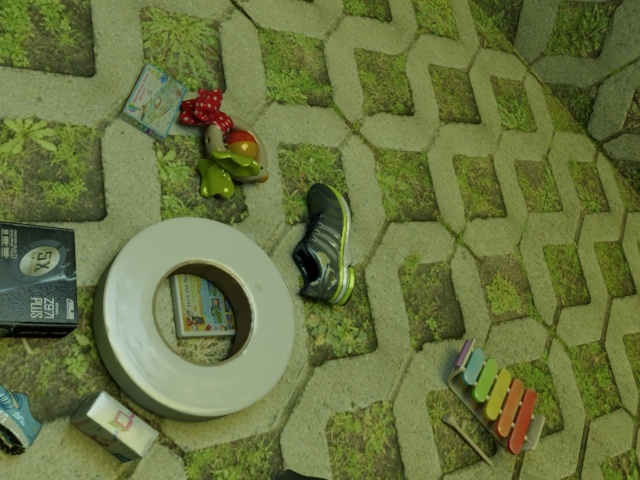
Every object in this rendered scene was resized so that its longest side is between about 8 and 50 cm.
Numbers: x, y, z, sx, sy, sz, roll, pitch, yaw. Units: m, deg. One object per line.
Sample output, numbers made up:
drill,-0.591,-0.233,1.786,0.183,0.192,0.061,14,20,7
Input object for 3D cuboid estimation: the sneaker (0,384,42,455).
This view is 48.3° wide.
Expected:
sneaker,-0.502,0.257,1.123,0.162,0.063,0.073,57,28,-9

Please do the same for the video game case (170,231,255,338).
video game case,-0.211,0.087,1.467,0.206,0.026,0.227,4,67,-39

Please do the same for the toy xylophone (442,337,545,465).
toy xylophone,0.429,0.419,1.805,0.322,0.081,0.236,41,49,-17

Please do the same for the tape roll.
tape roll,-0.229,0.144,1.354,0.391,0.072,0.392,15,61,-29

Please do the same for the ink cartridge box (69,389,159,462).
ink cartridge box,-0.346,0.312,1.194,0.122,0.088,0.052,44,50,-14

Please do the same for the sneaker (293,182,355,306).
sneaker,0.000,0.000,1.637,0.121,0.111,0.300,8,62,-33

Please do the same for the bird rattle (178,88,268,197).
bird rattle,-0.209,-0.212,1.586,0.206,0.143,0.254,12,48,-49

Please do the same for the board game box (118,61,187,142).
board game box,-0.357,-0.297,1.535,0.103,0.026,0.154,32,51,-24

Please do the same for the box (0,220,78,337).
box,-0.494,0.068,1.199,0.147,0.077,0.180,8,64,-38

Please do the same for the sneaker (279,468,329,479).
sneaker,-0.033,0.551,1.359,0.083,0.118,0.222,11,90,-57
